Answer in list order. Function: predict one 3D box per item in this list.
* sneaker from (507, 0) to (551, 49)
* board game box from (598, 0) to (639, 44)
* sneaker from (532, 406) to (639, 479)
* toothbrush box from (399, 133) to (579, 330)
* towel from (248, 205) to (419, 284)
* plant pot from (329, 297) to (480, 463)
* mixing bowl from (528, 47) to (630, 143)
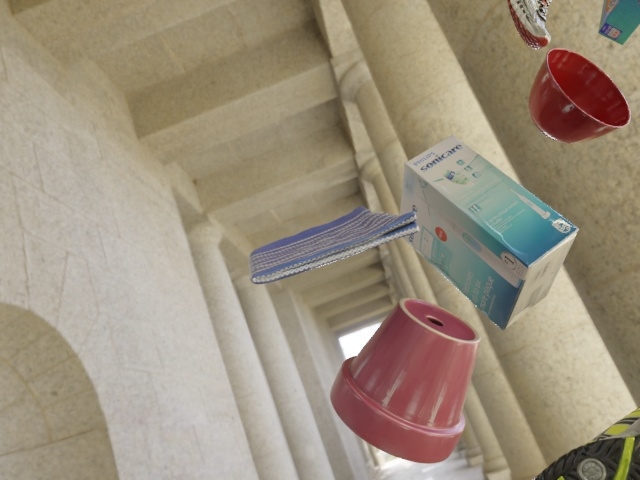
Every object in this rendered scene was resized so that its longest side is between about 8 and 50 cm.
[{"bbox_3d":[0.382,-0.447,1.076,0.093,0.225,0.088,-14,-23,26],"label":"sneaker"},{"bbox_3d":[0.503,-0.421,0.892,0.160,0.047,0.210,-61,-2,-39],"label":"board game box"},{"bbox_3d":[0.490,0.354,0.931,0.385,0.145,0.147,-33,-27,6],"label":"sneaker"},{"bbox_3d":[0.288,-0.017,1.104,0.126,0.295,0.216,-31,-31,-19],"label":"toothbrush box"},{"bbox_3d":[0.000,0.000,0.949,0.243,0.040,0.336,-20,5,-6],"label":"towel"},{"bbox_3d":[0.139,0.193,0.888,0.201,0.201,0.180,4,-66,-52],"label":"plant pot"},{"bbox_3d":[0.434,-0.238,1.052,0.182,0.181,0.098,-8,-27,-35],"label":"mixing bowl"}]
